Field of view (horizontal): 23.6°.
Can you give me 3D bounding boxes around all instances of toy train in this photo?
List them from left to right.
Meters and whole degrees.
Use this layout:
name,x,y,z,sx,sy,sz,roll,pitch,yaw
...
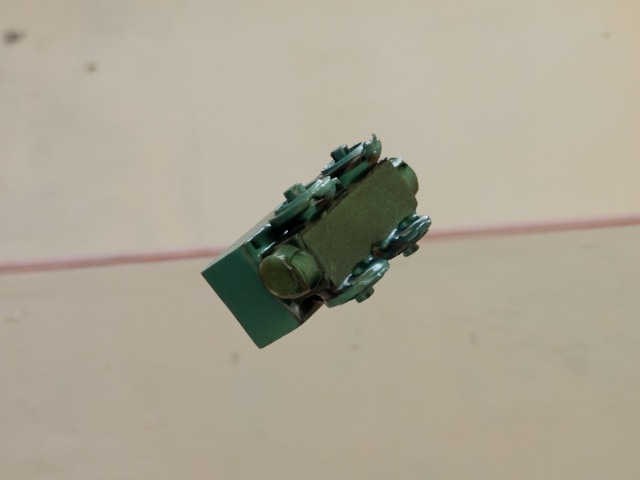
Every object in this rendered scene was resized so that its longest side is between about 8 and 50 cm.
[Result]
name,x,y,z,sx,sy,sz,roll,pitch,yaw
toy train,0.000,0.000,1.266,0.154,0.198,0.107,-32,-83,43
